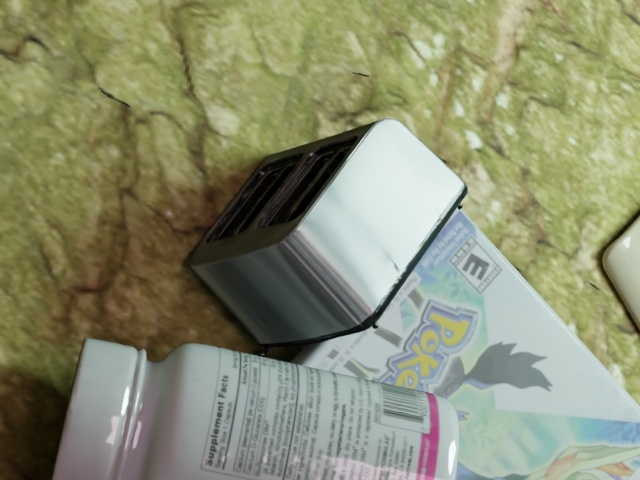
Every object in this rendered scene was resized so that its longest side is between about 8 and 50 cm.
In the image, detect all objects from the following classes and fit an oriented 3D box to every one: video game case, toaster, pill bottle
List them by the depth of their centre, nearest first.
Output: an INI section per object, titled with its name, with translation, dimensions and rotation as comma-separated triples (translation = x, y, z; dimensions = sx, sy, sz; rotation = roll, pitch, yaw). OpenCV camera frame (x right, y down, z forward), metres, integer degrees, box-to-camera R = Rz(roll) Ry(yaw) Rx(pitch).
[pill bottle]
translation = -0.052, 0.166, 1.442
dimensions = 0.283, 0.160, 0.160
rotation = 13, 76, -6
[toaster]
translation = 0.000, 0.000, 1.545
dimensions = 0.110, 0.168, 0.186
rotation = 47, 61, -18
[video game case]
translation = 0.093, 0.186, 1.602
dimensions = 0.329, 0.036, 0.300
rotation = -47, 107, -12

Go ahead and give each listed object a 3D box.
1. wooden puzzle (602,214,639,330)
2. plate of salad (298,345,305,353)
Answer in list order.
[wooden puzzle]
translation = 0.399, 0.032, 1.889
dimensions = 0.238, 0.044, 0.221
rotation = -41, 108, -30
[plate of salad]
translation = 0.054, 0.149, 1.633
dimensions = 0.200, 0.048, 0.200
rotation = -1, 92, -21
